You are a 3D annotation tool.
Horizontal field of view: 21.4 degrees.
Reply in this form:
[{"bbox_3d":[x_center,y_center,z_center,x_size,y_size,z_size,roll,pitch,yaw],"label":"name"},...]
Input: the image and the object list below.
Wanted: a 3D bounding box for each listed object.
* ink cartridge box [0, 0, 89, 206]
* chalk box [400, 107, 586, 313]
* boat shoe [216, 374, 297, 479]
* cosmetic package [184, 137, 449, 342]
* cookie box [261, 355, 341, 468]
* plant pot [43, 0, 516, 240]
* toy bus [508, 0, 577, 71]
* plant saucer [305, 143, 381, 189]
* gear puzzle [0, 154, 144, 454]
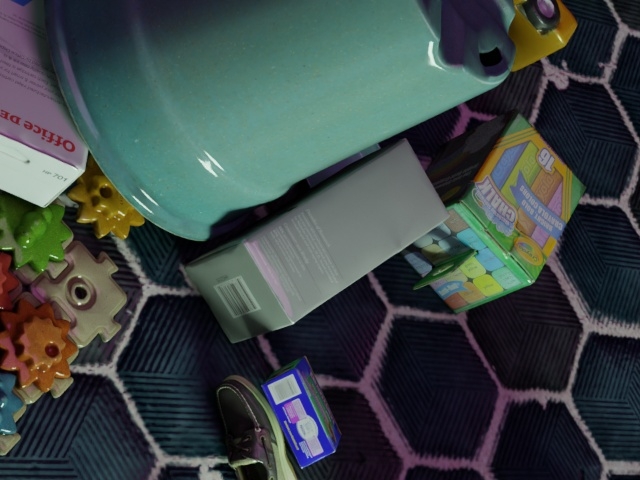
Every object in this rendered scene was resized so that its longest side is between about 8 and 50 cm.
[{"bbox_3d":[-0.280,-0.147,1.553,0.140,0.082,0.190,25,51,-28],"label":"ink cartridge box"},{"bbox_3d":[0.173,-0.016,1.864,0.132,0.132,0.213,46,52,-16],"label":"chalk box"},{"bbox_3d":[-0.065,0.205,1.638,0.049,0.056,0.152,-27,92,-47],"label":"boat shoe"},{"bbox_3d":[0.000,0.000,1.704,0.238,0.127,0.107,-36,98,-36],"label":"cosmetic package"},{"bbox_3d":[-0.017,0.166,1.662,0.107,0.040,0.092,-35,100,-86],"label":"cookie box"},{"bbox_3d":[-0.020,-0.210,1.577,0.341,0.334,0.341,37,43,-45],"label":"plant pot"},{"bbox_3d":[0.170,-0.360,2.004,0.333,0.108,0.130,44,50,-17],"label":"toy bus"},{"bbox_3d":[0.021,-0.077,1.835,0.119,0.021,0.119,14,66,-35],"label":"plant saucer"},{"bbox_3d":[-0.255,0.038,1.550,0.175,0.044,0.339,51,50,-13],"label":"gear puzzle"}]
